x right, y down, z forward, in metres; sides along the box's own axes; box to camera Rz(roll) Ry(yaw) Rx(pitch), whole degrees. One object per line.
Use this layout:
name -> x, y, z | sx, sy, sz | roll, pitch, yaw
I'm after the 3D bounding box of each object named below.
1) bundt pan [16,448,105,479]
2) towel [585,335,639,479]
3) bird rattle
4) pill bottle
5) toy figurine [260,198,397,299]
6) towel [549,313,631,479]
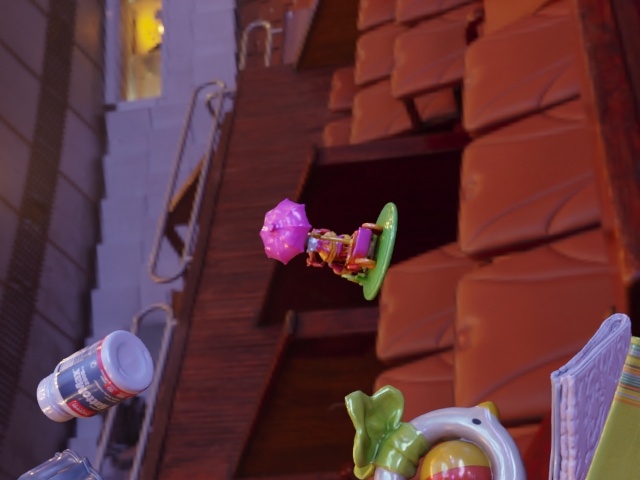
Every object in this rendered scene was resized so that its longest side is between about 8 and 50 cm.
bundt pan -> -0.467, 0.554, 1.727 | 0.124, 0.331, 0.330 | -16, -76, -38
towel -> 0.413, 0.247, 1.245 | 0.021, 0.102, 0.237 | -152, 80, -78
bird rattle -> 0.114, 0.266, 1.010 | 0.143, 0.207, 0.253 | 56, -161, -39
pill bottle -> -0.372, 0.229, 1.561 | 0.108, 0.180, 0.108 | 43, -149, -34
toy figurine -> 0.000, 0.000, 1.245 | 0.173, 0.159, 0.130 | 137, 146, -77
towel -> 0.468, 0.326, 1.639 | 0.317, 0.053, 0.331 | -22, -67, -52
